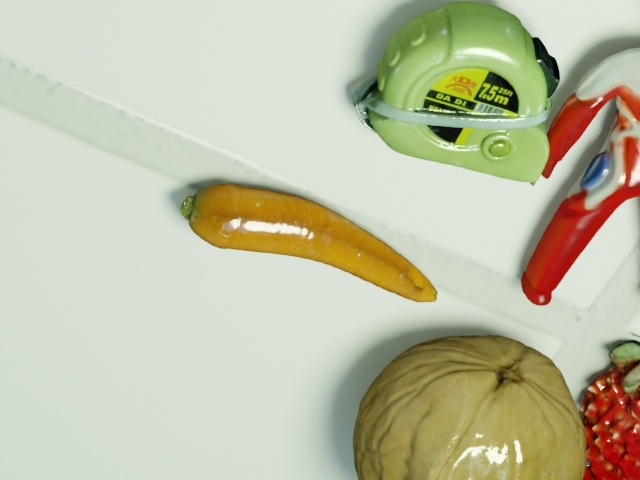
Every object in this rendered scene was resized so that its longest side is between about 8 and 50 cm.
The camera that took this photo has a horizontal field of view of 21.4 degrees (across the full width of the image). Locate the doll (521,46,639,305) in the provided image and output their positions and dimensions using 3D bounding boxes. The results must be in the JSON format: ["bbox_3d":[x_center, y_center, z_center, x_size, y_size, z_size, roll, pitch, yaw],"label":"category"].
[{"bbox_3d":[0.298,-0.097,1.520,0.188,0.099,0.384,6,127,-14],"label":"doll"}]

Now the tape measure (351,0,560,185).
[{"bbox_3d":[0.124,-0.132,1.467,0.178,0.087,0.154,9,132,-13],"label":"tape measure"}]

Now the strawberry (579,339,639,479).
[{"bbox_3d":[0.374,0.251,1.721,0.233,0.137,0.306,-2,120,-9],"label":"strawberry"}]

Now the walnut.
[{"bbox_3d":[0.139,0.201,1.615,0.228,0.228,0.228,-4,122,-6],"label":"walnut"}]

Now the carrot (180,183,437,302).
[{"bbox_3d":[0.001,0.000,1.552,0.271,0.062,0.066,14,86,-21],"label":"carrot"}]
